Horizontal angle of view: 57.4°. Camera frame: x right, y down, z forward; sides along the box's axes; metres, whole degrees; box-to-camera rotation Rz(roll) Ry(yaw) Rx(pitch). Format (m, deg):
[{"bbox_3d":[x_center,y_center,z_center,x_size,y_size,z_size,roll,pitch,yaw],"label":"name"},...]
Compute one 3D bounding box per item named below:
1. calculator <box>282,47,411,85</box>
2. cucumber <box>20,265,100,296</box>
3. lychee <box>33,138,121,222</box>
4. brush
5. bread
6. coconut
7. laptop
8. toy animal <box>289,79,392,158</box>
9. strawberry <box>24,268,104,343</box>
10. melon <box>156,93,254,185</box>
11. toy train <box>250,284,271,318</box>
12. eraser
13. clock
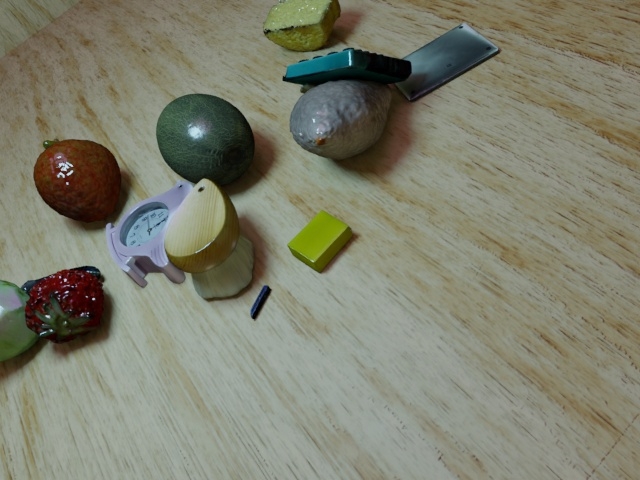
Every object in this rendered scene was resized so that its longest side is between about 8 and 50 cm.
[{"bbox_3d":[0.067,-0.435,1.498,0.248,0.274,0.058,1,95,43],"label":"calculator"},{"bbox_3d":[-0.694,0.112,1.582,0.245,0.067,0.067,-17,48,11],"label":"cucumber"},{"bbox_3d":[-0.705,-0.188,1.702,0.255,0.255,0.300,-25,82,7],"label":"lychee"},{"bbox_3d":[-0.250,-0.012,1.382,0.174,0.166,0.267,-14,48,18],"label":"brush"},{"bbox_3d":[-0.043,-0.679,1.839,0.260,0.147,0.160,2,64,33],"label":"bread"},{"bbox_3d":[-0.827,0.194,1.459,0.204,0.236,0.236,-47,48,-10],"label":"coconut"},{"bbox_3d":[0.320,-0.487,1.582,0.269,0.015,0.188,-30,46,3],"label":"laptop"},{"bbox_3d":[0.039,-0.294,1.432,0.226,0.188,0.358,-2,21,24],"label":"toy animal"},{"bbox_3d":[-0.620,0.147,1.442,0.184,0.187,0.202,10,33,-8],"label":"strawberry"},{"bbox_3d":[-0.312,-0.272,1.574,0.237,0.237,0.301,-46,48,-13],"label":"melon"},{"bbox_3d":[-0.137,0.138,1.306,0.017,0.017,0.083,8,58,34],"label":"toy train"},{"bbox_3d":[0.000,0.000,1.330,0.097,0.045,0.122,30,70,40],"label":"eraser"},{"bbox_3d":[-0.408,-0.010,1.521,0.275,0.080,0.290,-35,47,-2],"label":"clock"}]
